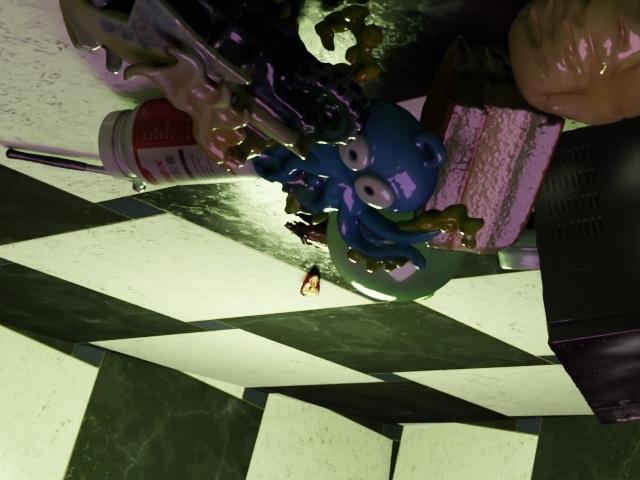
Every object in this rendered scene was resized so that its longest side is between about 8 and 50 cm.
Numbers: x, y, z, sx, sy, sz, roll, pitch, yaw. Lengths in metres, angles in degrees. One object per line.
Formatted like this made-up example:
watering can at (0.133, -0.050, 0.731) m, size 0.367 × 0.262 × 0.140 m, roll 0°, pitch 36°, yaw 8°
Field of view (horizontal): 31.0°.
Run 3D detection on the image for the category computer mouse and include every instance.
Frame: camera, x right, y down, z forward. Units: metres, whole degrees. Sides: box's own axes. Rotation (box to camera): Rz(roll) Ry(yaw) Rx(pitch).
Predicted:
computer mouse at (0.393, 0.018, 2.089) m, size 0.128 × 0.079 × 0.231 m, roll 4°, pitch 178°, yaw 20°

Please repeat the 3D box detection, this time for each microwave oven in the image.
microwave oven at (0.468, 0.046, 1.666) m, size 0.236 × 0.374 × 0.432 m, roll -10°, pitch 153°, yaw 19°

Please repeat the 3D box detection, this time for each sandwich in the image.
sandwich at (0.211, -0.118, 1.470) m, size 0.155 × 0.227 × 0.198 m, roll 8°, pitch 163°, yaw -5°

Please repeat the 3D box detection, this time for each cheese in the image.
cheese at (0.337, -0.219, 1.311) m, size 0.226 × 0.117 × 0.214 m, roll 13°, pitch 159°, yaw -34°

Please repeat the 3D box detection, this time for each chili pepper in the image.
chili pepper at (-0.021, 0.096, 2.558) m, size 0.045 × 0.027 × 0.178 m, roll 3°, pitch 163°, yaw -2°

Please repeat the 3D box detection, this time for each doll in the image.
doll at (0.025, -0.109, 1.462) m, size 0.341 × 0.346 × 0.099 m, roll -7°, pitch -162°, yaw 45°

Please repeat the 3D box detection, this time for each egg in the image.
egg at (0.122, -0.010, 1.853) m, size 0.220 × 0.220 × 0.270 m, roll 15°, pitch 161°, yaw -24°

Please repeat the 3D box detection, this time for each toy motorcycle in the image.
toy motorcycle at (-0.139, -0.229, 1.314) m, size 0.410 × 0.168 × 0.237 m, roll 37°, pitch 153°, yaw -19°

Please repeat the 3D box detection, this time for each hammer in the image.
hammer at (-0.424, -0.132, 2.005) m, size 0.246 × 0.029 × 0.103 m, roll 11°, pitch 162°, yaw -6°

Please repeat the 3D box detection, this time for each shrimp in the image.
shrimp at (0.000, 0.000, 2.226) m, size 0.091 × 0.043 × 0.184 m, roll -5°, pitch 160°, yaw 43°

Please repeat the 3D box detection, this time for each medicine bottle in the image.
medicine bottle at (-0.194, -0.147, 1.695) m, size 0.250 × 0.131 × 0.131 m, roll -2°, pitch 160°, yaw 25°

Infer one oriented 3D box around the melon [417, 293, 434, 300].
melon at (0.183, 0.065, 2.337) m, size 0.118 × 0.064 × 0.209 m, roll -2°, pitch 158°, yaw 42°
